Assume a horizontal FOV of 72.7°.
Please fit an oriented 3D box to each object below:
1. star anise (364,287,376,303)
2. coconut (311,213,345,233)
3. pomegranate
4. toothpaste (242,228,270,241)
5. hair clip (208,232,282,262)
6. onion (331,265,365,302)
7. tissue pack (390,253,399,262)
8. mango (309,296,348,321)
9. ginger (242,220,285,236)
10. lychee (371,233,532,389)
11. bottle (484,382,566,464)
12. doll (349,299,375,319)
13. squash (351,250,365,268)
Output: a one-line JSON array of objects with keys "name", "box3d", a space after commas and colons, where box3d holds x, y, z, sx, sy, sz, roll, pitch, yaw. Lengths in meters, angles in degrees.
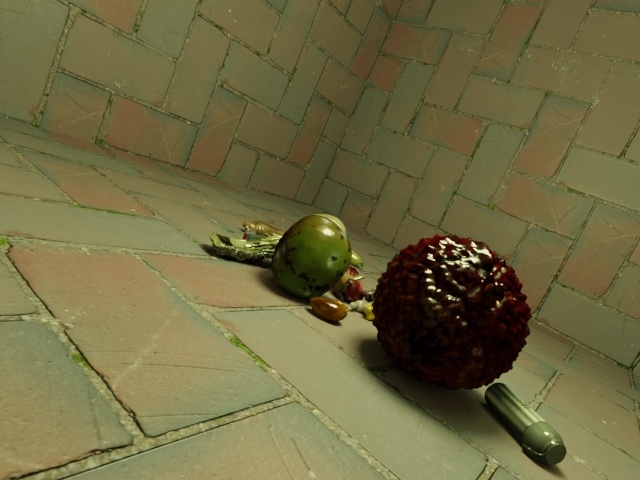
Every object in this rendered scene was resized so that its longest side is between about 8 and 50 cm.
[{"name": "star anise", "box3d": [0.248, 0.246, 1.737, 0.180, 0.061, 0.204, 12, 15, -33]}, {"name": "coconut", "box3d": [0.000, 0.000, 1.982, 0.245, 0.245, 0.247, 25, 8, 6]}, {"name": "pomegranate", "box3d": [-0.010, 0.085, 1.474, 0.323, 0.290, 0.291, 54, 9, -2]}, {"name": "toothpaste", "box3d": [-0.255, -0.004, 1.890, 0.044, 0.070, 0.193, 27, 10, 32]}, {"name": "hair clip", "box3d": [-0.256, 0.038, 1.605, 0.321, 0.091, 0.138, 4, 27, -33]}, {"name": "onion", "box3d": [0.094, 0.178, 1.678, 0.150, 0.140, 0.150, 58, 18, -32]}, {"name": "tissue pack", "box3d": [0.397, 0.172, 2.206, 0.073, 0.173, 0.235, 22, 8, -7]}, {"name": "mango", "box3d": [0.024, 0.215, 1.361, 0.127, 0.063, 0.077, 19, 14, 1]}, {"name": "ginger", "box3d": [-0.273, -0.047, 2.104, 0.213, 0.074, 0.137, 17, 10, -6]}, {"name": "lychee", "box3d": [0.354, 0.188, 1.178, 0.424, 0.425, 0.500, 22, -19, -9]}, {"name": "bottle", "box3d": [0.516, 0.467, 1.124, 0.096, 0.080, 0.254, -17, 17, -7]}, {"name": "doll", "box3d": [0.163, 0.240, 1.576, 0.135, 0.072, 0.113, 14, 5, -27]}, {"name": "squash", "box3d": [0.155, 0.089, 2.397, 0.224, 0.094, 0.094, 33, 11, 14]}]
